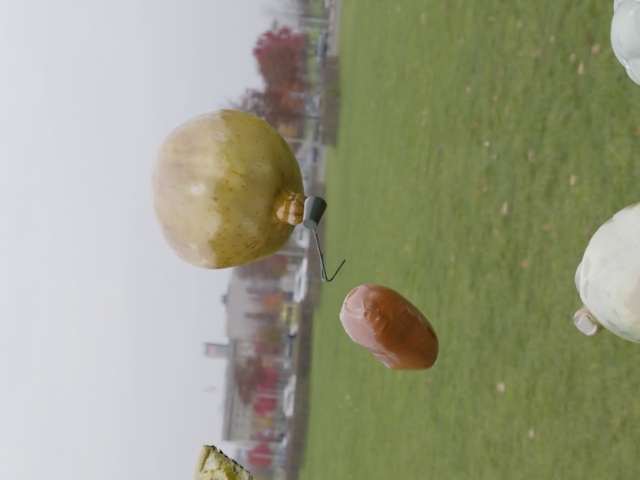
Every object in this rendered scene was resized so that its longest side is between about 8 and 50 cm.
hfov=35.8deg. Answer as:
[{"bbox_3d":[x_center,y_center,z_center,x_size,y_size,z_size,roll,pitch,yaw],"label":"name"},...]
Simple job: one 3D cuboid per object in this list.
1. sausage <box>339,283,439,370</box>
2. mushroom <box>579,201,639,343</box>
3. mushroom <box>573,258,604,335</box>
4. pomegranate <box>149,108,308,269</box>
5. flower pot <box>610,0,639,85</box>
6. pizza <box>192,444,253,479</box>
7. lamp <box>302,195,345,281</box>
[{"bbox_3d":[0.141,0.171,1.928,0.258,0.133,0.133,42,-141,-38],"label":"sausage"},{"bbox_3d":[0.561,0.045,1.679,0.234,0.260,0.253,-90,-5,-76],"label":"mushroom"},{"bbox_3d":[0.684,0.118,2.295,0.209,0.206,0.206,-47,-30,-51],"label":"mushroom"},{"bbox_3d":[-0.193,-0.111,2.290,0.410,0.410,0.409,-175,90,-89],"label":"pomegranate"},{"bbox_3d":[0.547,-0.323,1.452,0.195,0.246,0.246,90,-177,-45],"label":"flower pot"},{"bbox_3d":[-0.150,0.390,1.502,0.036,0.099,0.160,1,-94,-73],"label":"pizza"},{"bbox_3d":[0.000,-0.001,1.393,0.054,0.041,0.121,-74,-27,-42],"label":"lamp"}]
